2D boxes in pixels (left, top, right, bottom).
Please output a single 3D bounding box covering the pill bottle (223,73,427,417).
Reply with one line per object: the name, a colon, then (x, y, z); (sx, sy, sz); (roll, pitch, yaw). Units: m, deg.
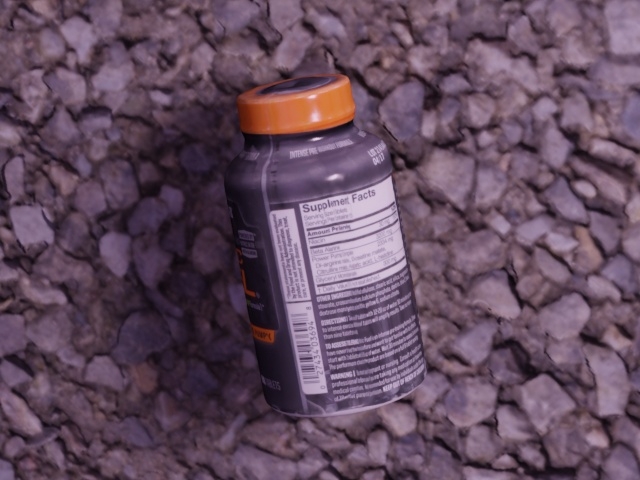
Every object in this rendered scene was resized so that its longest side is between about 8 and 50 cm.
pill bottle: (0.000, 0.000, 1.468); (0.130, 0.130, 0.246); (-5, 104, 22)
